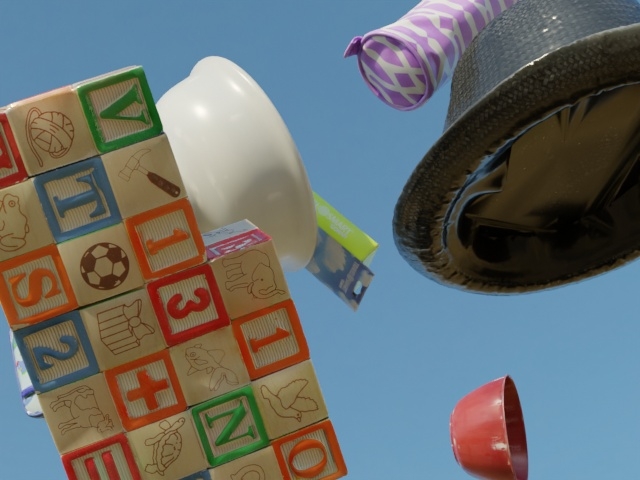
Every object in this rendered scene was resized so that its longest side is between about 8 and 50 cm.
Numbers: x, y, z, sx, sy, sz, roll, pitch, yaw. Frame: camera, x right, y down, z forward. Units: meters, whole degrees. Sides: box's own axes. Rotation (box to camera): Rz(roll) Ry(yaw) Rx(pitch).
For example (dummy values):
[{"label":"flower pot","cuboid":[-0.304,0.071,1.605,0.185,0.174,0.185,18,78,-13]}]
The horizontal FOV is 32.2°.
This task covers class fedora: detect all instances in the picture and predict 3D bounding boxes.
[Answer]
[{"label":"fedora","cuboid":[0.200,-0.096,0.932,0.334,0.152,0.334,-8,-34,-6]}]

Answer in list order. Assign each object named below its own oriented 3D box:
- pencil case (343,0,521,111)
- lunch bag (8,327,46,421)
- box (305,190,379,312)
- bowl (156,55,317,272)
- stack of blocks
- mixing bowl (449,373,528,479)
[{"label":"pencil case","cuboid":[0.117,-0.202,1.029,0.088,0.206,0.086,42,-38,5]},{"label":"lunch bag","cuboid":[-0.290,0.139,1.443,0.219,0.176,0.090,-21,-29,10]},{"label":"box","cuboid":[0.000,0.000,1.399,0.178,0.042,0.109,40,-30,12]},{"label":"bowl","cuboid":[-0.141,-0.070,1.388,0.134,0.298,0.298,-26,-51,-24]},{"label":"stack of blocks","cuboid":[-0.112,0.040,0.725,0.171,0.087,0.297,-20,-78,-11]},{"label":"mixing bowl","cuboid":[0.262,0.306,1.744,0.098,0.181,0.181,-10,-53,19]}]
